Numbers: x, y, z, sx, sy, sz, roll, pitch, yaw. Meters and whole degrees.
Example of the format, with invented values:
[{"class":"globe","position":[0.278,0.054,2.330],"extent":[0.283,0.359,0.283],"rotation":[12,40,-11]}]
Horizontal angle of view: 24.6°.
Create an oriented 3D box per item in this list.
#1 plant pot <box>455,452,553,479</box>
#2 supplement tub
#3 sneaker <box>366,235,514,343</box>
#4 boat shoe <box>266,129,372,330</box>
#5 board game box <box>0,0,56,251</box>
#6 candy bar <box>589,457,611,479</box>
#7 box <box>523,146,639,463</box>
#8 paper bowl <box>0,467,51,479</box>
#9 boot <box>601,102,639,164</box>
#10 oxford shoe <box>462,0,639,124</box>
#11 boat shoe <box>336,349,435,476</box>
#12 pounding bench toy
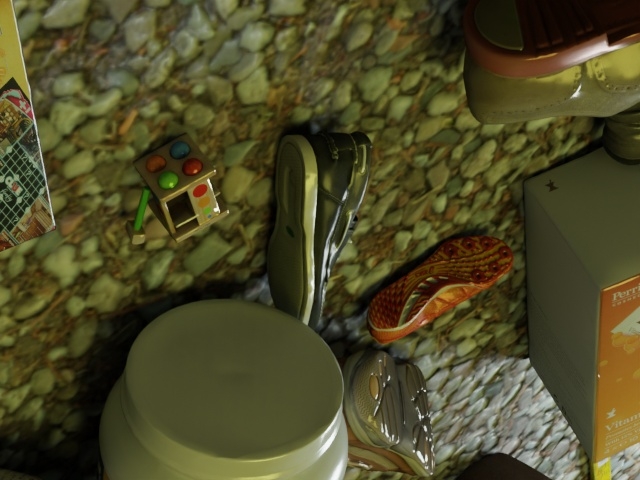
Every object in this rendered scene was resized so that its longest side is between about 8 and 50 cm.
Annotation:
[{"class":"plant pot","position":[0.269,0.388,1.867],"extent":[0.215,0.230,0.215],"rotation":[-24,142,-20]},{"class":"supplement tub","position":[-0.098,0.232,1.374],"extent":[0.228,0.228,0.316],"rotation":[-16,138,-29]},{"class":"sneaker","position":[0.121,0.048,1.530],"extent":[0.175,0.064,0.067],"rotation":[-26,162,-10]},{"class":"boat shoe","position":[0.000,0.000,1.336],"extent":[0.079,0.084,0.233],"rotation":[-14,135,-25]},{"class":"board game box","position":[-0.285,-0.073,1.039],"extent":[0.165,0.042,0.243],"rotation":[-23,141,-21]},{"class":"candy bar","position":[0.399,0.323,2.094],"extent":[0.040,0.018,0.161],"rotation":[-35,144,-13]},{"class":"box","position":[0.359,0.059,1.625],"extent":[0.215,0.168,0.345],"rotation":[-22,141,-8]},{"class":"paper bowl","position":[-0.314,0.342,1.299],"extent":[0.148,0.284,0.284],"rotation":[14,130,0]},{"class":"boot","position":[0.402,-0.229,1.444],"extent":[0.338,0.118,0.223],"rotation":[-31,148,6]},{"class":"oxford shoe","position":[0.286,-0.184,1.291],"extent":[0.348,0.123,0.130],"rotation":[-10,145,-8]},{"class":"boat shoe","position":[0.046,0.188,1.574],"extent":[0.116,0.123,0.324],"rotation":[-9,157,15]},{"class":"pounding bench toy","position":[-0.128,-0.038,1.207],"extent":[0.083,0.052,0.065],"rotation":[-30,143,-12]}]
